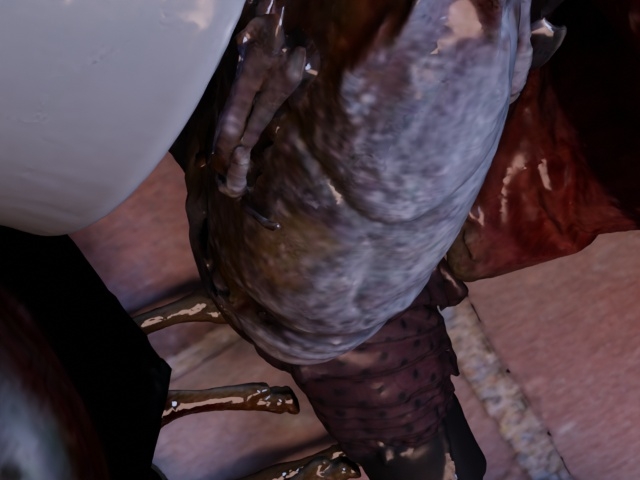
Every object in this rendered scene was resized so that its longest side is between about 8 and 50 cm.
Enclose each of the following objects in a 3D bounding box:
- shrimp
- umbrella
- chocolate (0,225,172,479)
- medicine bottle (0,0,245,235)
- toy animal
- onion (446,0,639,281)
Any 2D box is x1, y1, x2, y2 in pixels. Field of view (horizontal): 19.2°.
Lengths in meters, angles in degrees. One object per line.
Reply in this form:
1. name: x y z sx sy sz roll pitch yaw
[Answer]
1. shrimp: 0.026 -0.077 0.612 0.116 0.145 0.343 14 146 -14
2. umbrella: 0.000 0.000 0.823 0.094 0.090 0.326 -3 127 39
3. chocolate: -0.241 0.171 0.695 0.384 0.331 0.383 -4 116 -8
4. medicine bottle: -0.157 -0.139 0.595 0.232 0.238 0.238 14 118 -29
5. toy animal: -0.096 0.160 0.940 0.260 0.087 0.243 -34 114 9
6. onion: 0.215 -0.091 0.730 0.398 0.398 0.420 23 150 -30
